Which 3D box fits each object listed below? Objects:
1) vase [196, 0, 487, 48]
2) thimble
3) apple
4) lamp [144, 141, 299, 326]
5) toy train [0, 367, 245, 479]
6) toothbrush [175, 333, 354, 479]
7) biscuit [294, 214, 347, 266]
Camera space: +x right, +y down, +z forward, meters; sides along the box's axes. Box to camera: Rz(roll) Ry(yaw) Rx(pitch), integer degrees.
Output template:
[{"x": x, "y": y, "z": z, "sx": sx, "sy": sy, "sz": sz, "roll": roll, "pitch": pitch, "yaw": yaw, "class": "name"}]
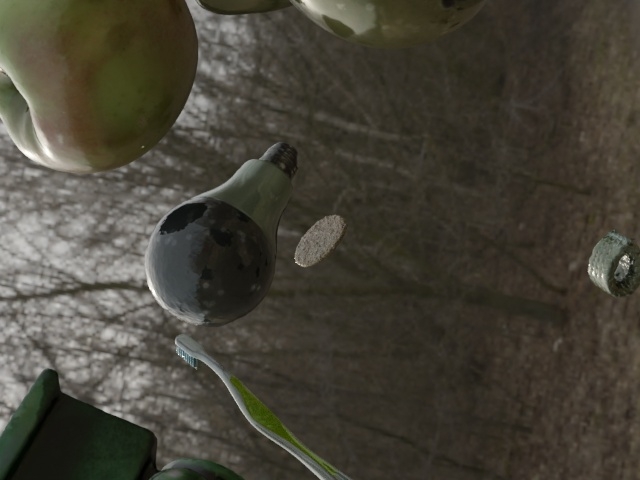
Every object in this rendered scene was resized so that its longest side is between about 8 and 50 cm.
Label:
[{"x": 0.056, "y": -0.333, "z": 1.024, "sx": 0.329, "sy": 0.302, "sz": 0.241, "roll": -28, "pitch": -62, "yaw": -40, "class": "vase"}, {"x": 0.513, "y": 0.041, "z": 1.692, "sx": 0.062, "sy": 0.084, "sz": 0.110, "roll": -137, "pitch": 47, "yaw": -57, "class": "thimble"}, {"x": -0.325, "y": -0.263, "z": 1.388, "sx": 0.277, "sy": 0.319, "sz": 0.319, "roll": -37, "pitch": -27, "yaw": -29, "class": "apple"}, {"x": -0.131, "y": -0.008, "z": 1.408, "sx": 0.314, "sy": 0.182, "sz": 0.182, "roll": -61, "pitch": -16, "yaw": -50, "class": "lamp"}, {"x": -0.155, "y": 0.238, "z": 0.722, "sx": 0.266, "sy": 0.202, "sz": 0.145, "roll": 111, "pitch": -178, "yaw": -47, "class": "toy train"}, {"x": -0.044, "y": 0.155, "z": 0.851, "sx": 0.022, "sy": 0.263, "sz": 0.026, "roll": -22, "pitch": -48, "yaw": -39, "class": "toothbrush"}, {"x": 0.000, "y": 0.000, "z": 1.743, "sx": 0.120, "sy": 0.015, "sz": 0.120, "roll": -33, "pitch": 30, "yaw": 22, "class": "biscuit"}]
